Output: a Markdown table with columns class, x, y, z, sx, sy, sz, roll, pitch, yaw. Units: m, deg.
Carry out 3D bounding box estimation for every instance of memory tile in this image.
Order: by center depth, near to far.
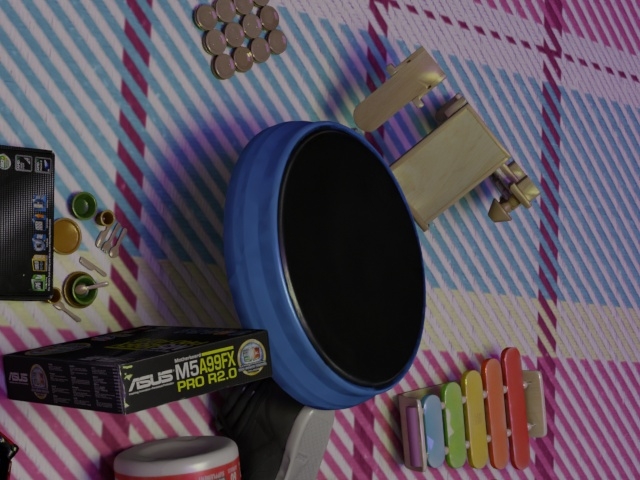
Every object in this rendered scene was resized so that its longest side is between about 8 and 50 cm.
| class | x | y | z | sx | sy | sz | roll | pitch | yaw |
| --- | --- | --- | --- | --- | --- | --- | --- | --- | --- |
| memory tile | -0.114 | -0.304 | 1.801 | 0.148 | 0.012 | 0.113 | -32 | 108 | -39 |

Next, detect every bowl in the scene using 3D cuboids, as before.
| class | x | y | z | sx | sy | sz | roll | pitch | yaw |
| --- | --- | --- | --- | --- | --- | --- | --- | --- | --- |
| bowl | 0.021 | 0.028 | 1.653 | 0.391 | 0.077 | 0.391 | 25 | 59 | -51 |

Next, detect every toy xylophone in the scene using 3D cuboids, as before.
| class | x | y | z | sx | sy | sz | roll | pitch | yaw |
| --- | --- | --- | --- | --- | --- | --- | --- | --- | --- |
| toy xylophone | 0.245 | 0.317 | 2.026 | 0.322 | 0.081 | 0.236 | -17 | 99 | -40 |

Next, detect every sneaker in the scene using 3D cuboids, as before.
| class | x | y | z | sx | sy | sz | roll | pitch | yaw |
| --- | --- | --- | --- | --- | --- | --- | --- | --- | --- |
| sneaker | -0.088 | 0.313 | 1.732 | 0.104 | 0.147 | 0.296 | -7 | 123 | -51 |

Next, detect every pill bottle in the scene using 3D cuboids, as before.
| class | x | y | z | sx | sy | sz | roll | pitch | yaw |
| --- | --- | --- | --- | --- | --- | --- | --- | --- | --- |
| pill bottle | -0.172 | 0.406 | 1.600 | 0.161 | 0.161 | 0.283 | -9 | 94 | -41 |

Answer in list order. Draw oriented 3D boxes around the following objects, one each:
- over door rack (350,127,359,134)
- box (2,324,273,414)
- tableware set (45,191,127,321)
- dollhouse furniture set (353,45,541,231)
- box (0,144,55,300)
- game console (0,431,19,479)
| class | x | y | z | sx | sy | sz | roll | pitch | yaw |
| --- | --- | --- | --- | --- | --- | --- | --- | --- | --- |
| over door rack | 0.000 | 0.000 | 1.800 | 0.324 | 0.108 | 0.240 | -44 | 115 | -54 |
| box | -0.223 | 0.151 | 1.503 | 0.216 | 0.270 | 0.060 | -9 | 94 | -41 |
| tableware set | -0.309 | 0.019 | 1.600 | 0.104 | 0.024 | 0.154 | 40 | 63 | -32 |
| dollhouse furniture set | 0.186 | -0.146 | 1.993 | 0.174 | 0.355 | 0.303 | -39 | 94 | 9 |
| box | -0.411 | -0.022 | 1.500 | 0.184 | 0.045 | 0.191 | 5 | 83 | -43 |
| game console | -0.414 | 0.251 | 1.411 | 0.124 | 0.144 | 0.085 | 49 | 57 | -28 |
